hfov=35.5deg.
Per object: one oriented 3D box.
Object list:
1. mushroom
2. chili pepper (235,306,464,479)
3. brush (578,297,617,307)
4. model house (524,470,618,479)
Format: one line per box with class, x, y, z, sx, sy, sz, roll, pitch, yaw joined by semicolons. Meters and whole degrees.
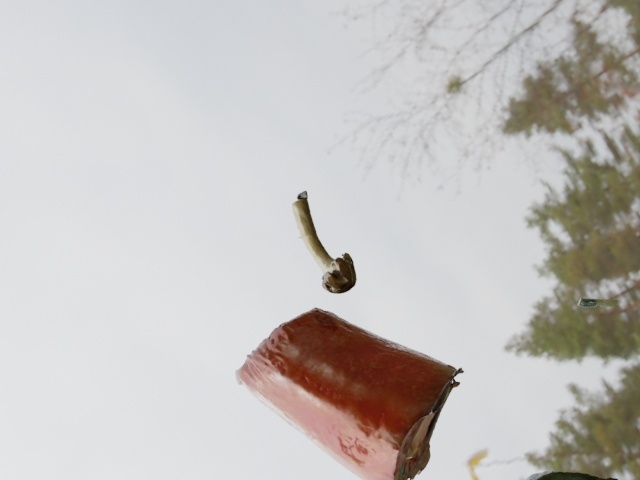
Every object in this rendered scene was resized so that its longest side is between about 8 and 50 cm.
mushroom;0.000;0.000;1.576;0.187;0.060;0.061;61;158;18
chili pepper;0.055;0.218;1.545;0.305;0.229;0.251;35;-144;20
brush;0.533;0.121;1.912;0.083;0.016;0.013;3;-153;-19
model house;0.379;0.507;1.550;0.298;0.284;0.243;15;-114;-12
